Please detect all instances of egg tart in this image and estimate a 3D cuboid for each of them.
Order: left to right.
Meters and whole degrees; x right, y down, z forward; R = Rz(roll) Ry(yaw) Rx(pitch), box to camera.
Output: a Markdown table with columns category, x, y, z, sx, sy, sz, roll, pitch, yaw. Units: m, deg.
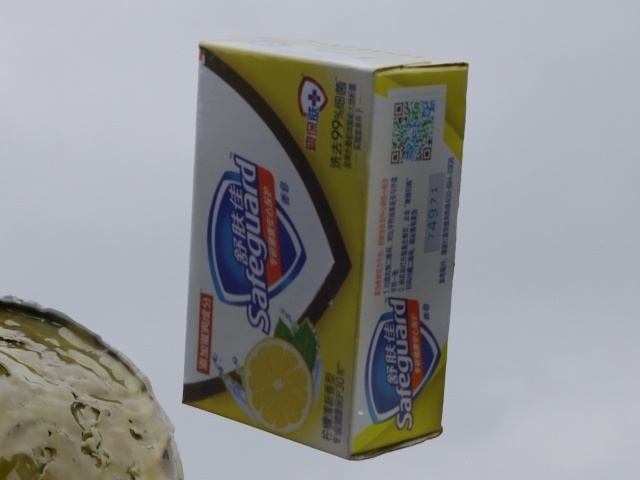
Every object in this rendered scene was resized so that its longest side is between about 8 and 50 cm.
| category | x | y | z | sx | sy | sz | roll | pitch | yaw |
| --- | --- | --- | --- | --- | --- | --- | --- | --- | --- |
| egg tart | -0.325 | 0.214 | 1.489 | 0.443 | 0.443 | 0.178 | -10 | -34 | 6 |

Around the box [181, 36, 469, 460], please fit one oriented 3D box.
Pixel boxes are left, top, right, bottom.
| category | x | y | z | sx | sy | sz | roll | pitch | yaw |
| --- | --- | --- | --- | --- | --- | --- | --- | --- | --- |
| box | 0.000 | 0.000 | 1.262 | 0.168 | 0.265 | 0.097 | 16 | 16 | 39 |
